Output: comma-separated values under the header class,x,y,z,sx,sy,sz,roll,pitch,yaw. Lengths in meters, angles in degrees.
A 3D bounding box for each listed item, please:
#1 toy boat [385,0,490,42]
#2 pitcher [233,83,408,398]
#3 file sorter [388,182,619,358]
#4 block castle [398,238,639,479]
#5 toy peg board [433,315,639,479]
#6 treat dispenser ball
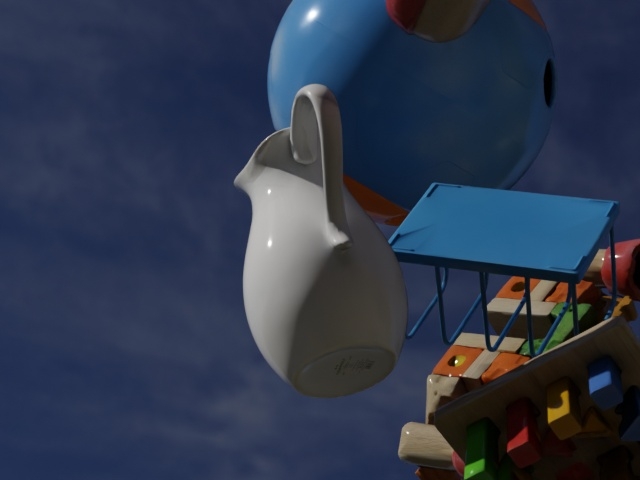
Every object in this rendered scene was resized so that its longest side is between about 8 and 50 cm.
class,x,y,z,sx,sy,sz,roll,pitch,yaw
toy boat,0.082,-0.256,1.163,0.151,0.151,0.231,33,-29,5
pitcher,0.000,0.000,1.302,0.125,0.207,0.178,-6,-32,-15
file sorter,0.157,0.030,1.434,0.170,0.118,0.104,7,-57,25
block castle,0.333,0.226,2.181,0.213,0.453,0.303,2,-52,46
toy peg board,0.190,0.166,1.211,0.160,0.079,0.161,-30,-67,21
treat dispenser ball,0.091,-0.157,1.672,0.288,0.288,0.288,5,-40,4
